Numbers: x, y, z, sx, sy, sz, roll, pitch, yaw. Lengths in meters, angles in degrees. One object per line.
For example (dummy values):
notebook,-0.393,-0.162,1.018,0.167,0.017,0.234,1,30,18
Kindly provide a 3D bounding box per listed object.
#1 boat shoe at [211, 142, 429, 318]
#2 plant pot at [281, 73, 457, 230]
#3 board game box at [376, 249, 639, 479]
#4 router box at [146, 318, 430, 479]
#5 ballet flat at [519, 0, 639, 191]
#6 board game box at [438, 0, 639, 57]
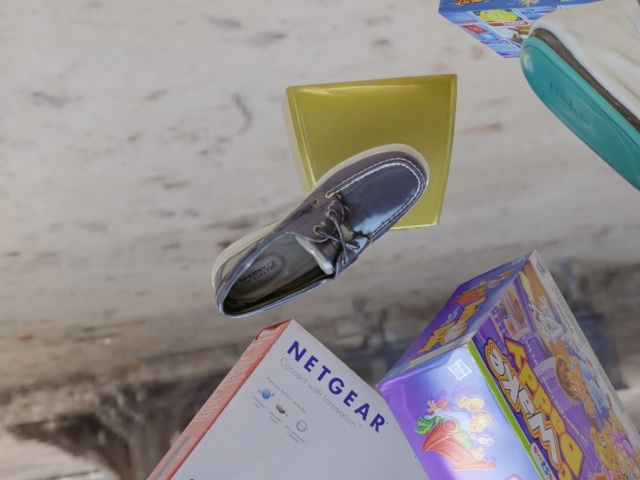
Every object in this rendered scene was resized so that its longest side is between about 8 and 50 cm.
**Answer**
boat shoe,0.000,0.000,1.663,0.285,0.103,0.092,-31,-155,15
plant pot,0.065,-0.102,1.943,0.212,0.187,0.212,-4,179,-3
board game box,0.191,0.203,1.147,0.078,0.347,0.233,-27,-174,25
router box,-0.007,0.296,1.438,0.301,0.335,0.082,-53,-168,-22
ballet flat,0.325,-0.054,1.246,0.139,0.400,0.139,-30,160,-12
board game box,0.241,-0.227,1.538,0.201,0.035,0.136,3,167,39
